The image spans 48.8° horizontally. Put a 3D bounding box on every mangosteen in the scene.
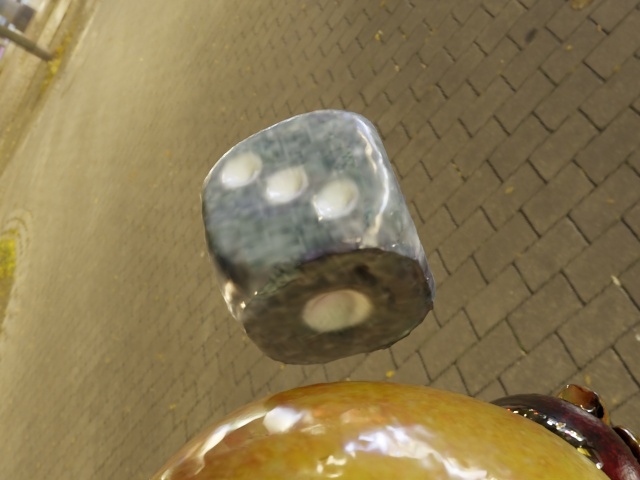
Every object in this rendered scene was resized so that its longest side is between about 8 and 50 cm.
[{"bbox_3d":[0.333,0.360,0.995,0.307,0.346,0.307,32,129,51],"label":"mangosteen"}]

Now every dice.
[{"bbox_3d":[0.000,0.000,0.681,0.182,0.181,0.183,-20,51,6],"label":"dice"}]

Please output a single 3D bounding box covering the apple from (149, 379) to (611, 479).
[{"bbox_3d":[0.041,0.272,0.412,0.334,0.399,0.401,122,156,-52],"label":"apple"}]
